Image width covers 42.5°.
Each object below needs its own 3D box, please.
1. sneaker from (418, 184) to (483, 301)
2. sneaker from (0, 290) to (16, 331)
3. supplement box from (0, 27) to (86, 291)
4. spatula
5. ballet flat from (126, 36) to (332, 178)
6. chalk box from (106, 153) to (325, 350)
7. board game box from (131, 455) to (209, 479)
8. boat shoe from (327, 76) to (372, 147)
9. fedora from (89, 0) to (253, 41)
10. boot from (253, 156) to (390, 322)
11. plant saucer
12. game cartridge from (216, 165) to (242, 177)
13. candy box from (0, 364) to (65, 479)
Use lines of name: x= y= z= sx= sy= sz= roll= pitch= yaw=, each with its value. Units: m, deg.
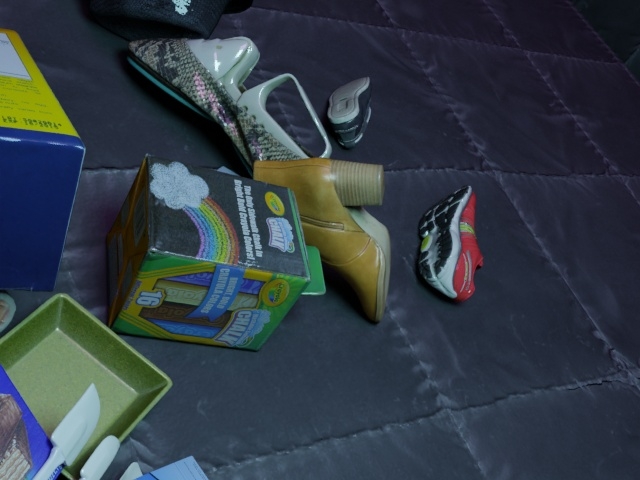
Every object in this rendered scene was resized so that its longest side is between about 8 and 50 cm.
sneaker: x=0.251 y=0.009 z=1.529 sx=0.118 sy=0.107 sz=0.279 roll=44 pitch=40 yaw=-20
sneaker: x=-0.502 y=0.088 z=0.898 sx=0.302 sy=0.108 sz=0.121 roll=-18 pitch=49 yaw=-42
supplement box: x=-0.436 y=-0.114 z=0.978 sx=0.194 sy=0.195 sz=0.356 roll=2 pitch=31 yaw=-34
spatula: x=-0.263 y=0.290 z=0.846 sx=0.019 sy=0.168 sz=0.242 roll=0 pitch=33 yaw=20
ballet flat: x=-0.119 y=-0.227 z=1.401 sx=0.483 sy=0.182 sz=0.164 roll=46 pitch=17 yaw=12
chalk box: x=-0.133 y=0.029 z=1.152 sx=0.289 sy=0.179 sz=0.180 roll=13 pitch=44 yaw=-27
board game box: x=-0.110 y=0.374 z=0.908 sx=0.281 sy=0.027 sz=0.145 roll=51 pitch=18 yaw=17
boat shoe: x=0.065 y=-0.266 z=1.674 sx=0.233 sy=0.084 sz=0.079 roll=-73 pitch=143 yaw=-56
fedora: x=-0.292 y=-0.436 z=1.466 sx=0.334 sy=0.334 sz=0.152 roll=20 pitch=76 yaw=-19
boot: x=0.000 y=0.000 z=1.295 sx=0.211 sy=0.295 sz=0.104 roll=1 pitch=33 yaw=12
plant saucer: x=-0.305 y=0.179 z=0.983 sx=0.188 sy=0.045 sz=0.188 roll=39 pitch=40 yaw=2
game cartridge: x=-0.159 y=-0.089 z=1.372 sx=0.056 sy=0.017 sz=0.083 roll=27 pitch=40 yaw=-5
candy box: x=-0.395 y=0.188 z=0.711 sx=0.268 sy=0.122 sz=0.317 roll=-65 pitch=143 yaw=-50
